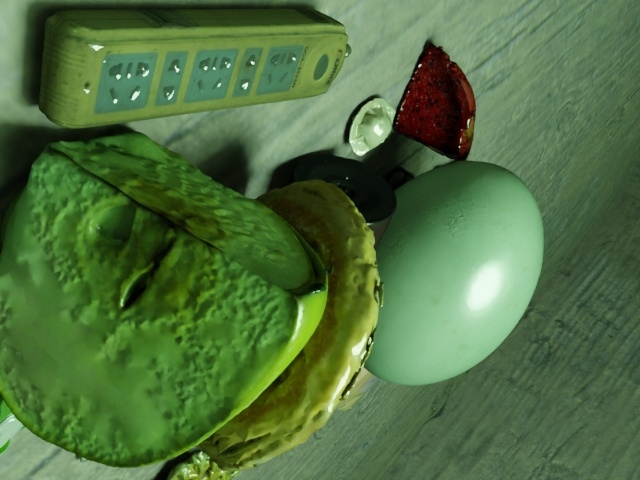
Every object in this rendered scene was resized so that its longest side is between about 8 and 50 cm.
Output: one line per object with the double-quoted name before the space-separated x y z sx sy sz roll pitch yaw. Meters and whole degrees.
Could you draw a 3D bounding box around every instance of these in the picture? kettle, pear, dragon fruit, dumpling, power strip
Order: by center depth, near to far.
"pear" -0.161 0.071 0.643 0.281 0.287 0.176 -61 173 14
"power strip" -0.087 -0.174 0.676 0.388 0.066 0.092 -23 143 -48
"dumpling" 0.069 -0.164 0.987 0.076 0.057 0.052 -38 -161 21
"kettle" 0.000 0.000 0.988 0.202 0.144 0.232 -71 -176 -52
"dragon fruit" 0.198 -0.209 1.058 0.127 0.121 0.161 -26 138 -54

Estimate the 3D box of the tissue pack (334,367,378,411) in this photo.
"tissue pack" 0.077 0.212 1.364 0.256 0.123 0.215 -48 157 3

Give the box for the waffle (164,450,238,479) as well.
"waffle" -0.236 0.444 1.193 0.204 0.054 0.223 -51 152 -7

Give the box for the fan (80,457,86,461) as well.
"fan" -0.244 0.244 0.986 0.227 0.008 0.152 -31 147 -40

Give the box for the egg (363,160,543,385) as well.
"egg" 0.179 0.054 1.070 0.276 0.276 0.388 -10 139 -56

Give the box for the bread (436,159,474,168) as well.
"bread" 0.246 -0.069 1.373 0.140 0.060 0.178 -22 140 -46

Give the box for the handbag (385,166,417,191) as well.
"handbag" 0.139 -0.074 1.195 0.115 0.072 0.139 -43 138 -11

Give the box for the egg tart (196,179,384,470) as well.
"egg tart" -0.045 0.092 0.770 0.132 0.341 0.341 35 91 -37

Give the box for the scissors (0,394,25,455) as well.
"scissors" -0.354 0.213 0.739 0.204 0.027 0.101 -48 153 -16
